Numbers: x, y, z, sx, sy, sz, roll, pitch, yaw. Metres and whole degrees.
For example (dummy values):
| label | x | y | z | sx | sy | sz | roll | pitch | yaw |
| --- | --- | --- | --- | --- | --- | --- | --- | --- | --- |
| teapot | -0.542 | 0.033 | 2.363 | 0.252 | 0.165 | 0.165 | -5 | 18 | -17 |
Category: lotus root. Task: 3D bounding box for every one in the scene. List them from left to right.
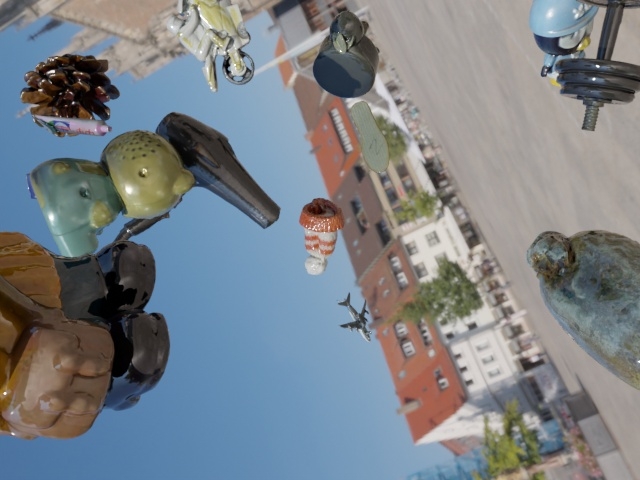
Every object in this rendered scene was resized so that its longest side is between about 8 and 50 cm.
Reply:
| label | x | y | z | sx | sy | sz | roll | pitch | yaw |
| --- | --- | --- | --- | --- | --- | --- | --- | --- | --- |
| lotus root | 0.442 | 0.105 | 0.868 | 0.175 | 0.175 | 0.350 | 53 | -173 | -41 |

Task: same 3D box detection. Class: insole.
| label | x | y | z | sx | sy | sz | roll | pitch | yaw |
| --- | --- | --- | --- | --- | --- | --- | --- | --- | --- |
| insole | 0.113 | -0.240 | 1.391 | 0.004 | 0.064 | 0.189 | 33 | -144 | -67 |

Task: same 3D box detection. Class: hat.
| label | x | y | z | sx | sy | sz | roll | pitch | yaw |
| --- | --- | --- | --- | --- | --- | --- | --- | --- | --- |
| hat | 0.000 | 0.000 | 1.340 | 0.112 | 0.093 | 0.163 | -131 | 36 | -56 |

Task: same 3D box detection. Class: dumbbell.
| label | x | y | z | sx | sy | sz | roll | pitch | yaw |
| --- | --- | --- | --- | --- | --- | --- | --- | --- | --- |
| dumbbell | 0.305 | -0.220 | 0.638 | 0.099 | 0.099 | 0.209 | -49 | -32 | -77 |

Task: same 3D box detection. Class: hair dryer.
| label | x | y | z | sx | sy | sz | roll | pitch | yaw |
| --- | --- | --- | --- | --- | --- | --- | --- | --- | --- |
| hair dryer | -0.288 | -0.056 | 1.229 | 0.304 | 0.359 | 0.120 | 45 | 173 | -8 |

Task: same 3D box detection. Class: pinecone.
| label | x | y | z | sx | sy | sz | roll | pitch | yaw |
| --- | --- | --- | --- | --- | --- | --- | --- | --- | --- |
| pinecone | -0.610 | -0.354 | 1.488 | 0.201 | 0.228 | 0.203 | 49 | 149 | 40 |

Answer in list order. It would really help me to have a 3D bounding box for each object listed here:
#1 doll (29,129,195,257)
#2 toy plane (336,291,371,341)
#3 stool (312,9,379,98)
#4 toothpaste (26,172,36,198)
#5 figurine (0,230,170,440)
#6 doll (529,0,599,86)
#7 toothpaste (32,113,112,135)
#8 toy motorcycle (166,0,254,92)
| label | x | y | z | sx | sy | sz | roll | pitch | yaw |
| --- | --- | --- | --- | --- | --- | --- | --- | --- | --- |
| doll | -0.369 | -0.100 | 1.091 | 0.177 | 0.260 | 0.162 | 49 | 154 | 40 |
| toy plane | 0.057 | 0.122 | 0.944 | 0.084 | 0.024 | 0.078 | 53 | -134 | -1 |
| stool | 0.077 | -0.452 | 1.459 | 0.153 | 0.228 | 0.139 | 23 | -121 | -9 |
| toothpaste | -0.516 | -0.120 | 1.396 | 0.076 | 0.320 | 0.066 | -55 | -32 | -61 |
| figurine | -0.265 | 0.054 | 0.343 | 0.332 | 0.204 | 0.185 | 30 | -152 | -50 |
| doll | 0.598 | -0.522 | 1.481 | 0.141 | 0.177 | 0.314 | 42 | 171 | 40 |
| toothpaste | -0.439 | -0.204 | 1.077 | 0.045 | 0.169 | 0.028 | 55 | -131 | -58 |
| toy motorcycle | -0.210 | -0.397 | 1.142 | 0.074 | 0.151 | 0.229 | -124 | 21 | -74 |
